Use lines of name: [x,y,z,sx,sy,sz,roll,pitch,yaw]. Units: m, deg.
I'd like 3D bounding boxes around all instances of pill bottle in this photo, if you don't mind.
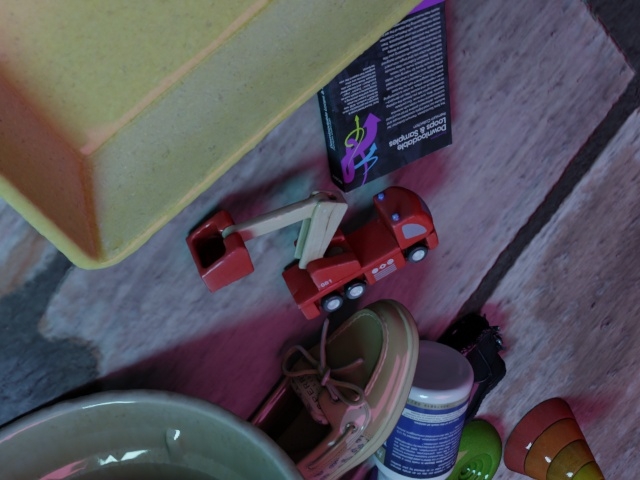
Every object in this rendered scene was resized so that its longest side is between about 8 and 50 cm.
pill bottle: [0.103,0.200,0.859,0.094,0.094,0.170,-12,123,-29]

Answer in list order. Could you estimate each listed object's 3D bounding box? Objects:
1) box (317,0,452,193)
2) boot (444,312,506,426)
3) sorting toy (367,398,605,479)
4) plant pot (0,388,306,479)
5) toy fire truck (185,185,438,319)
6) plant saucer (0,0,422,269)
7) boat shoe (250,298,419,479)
box: [0.052,-0.131,0.665,0.116,0.029,0.162,-25,128,-20]
boot: [0.160,0.147,0.901,0.121,0.045,0.099,-44,136,-15]
sorting toy: [0.223,0.302,0.987,0.365,0.126,0.127,-6,120,-34]
plant pot: [-0.145,0.345,0.648,0.333,0.334,0.306,-27,140,-20]
toy fire truck: [0.000,0.000,0.676,0.192,0.047,0.135,-30,140,-1]
plant saucer: [-0.116,-0.197,0.470,0.332,0.081,0.333,-41,133,-6]
boat shoe: [-0.012,0.174,0.755,0.089,0.104,0.285,22,105,-39]
